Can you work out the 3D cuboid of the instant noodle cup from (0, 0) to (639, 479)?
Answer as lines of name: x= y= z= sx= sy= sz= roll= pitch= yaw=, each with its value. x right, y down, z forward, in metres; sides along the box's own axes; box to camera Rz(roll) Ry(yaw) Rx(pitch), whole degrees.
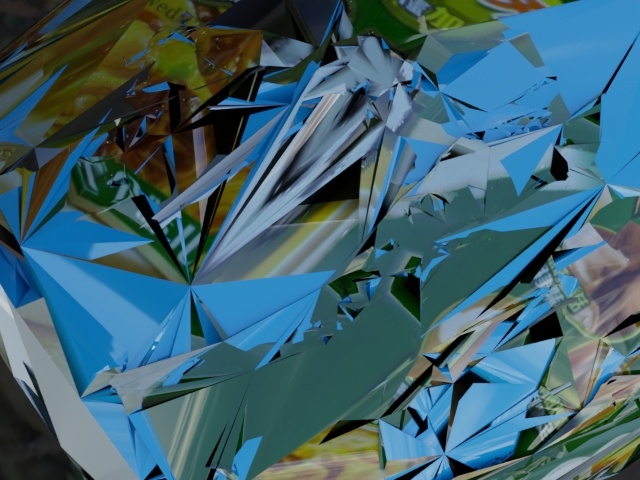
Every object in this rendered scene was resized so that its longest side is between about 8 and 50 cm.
instant noodle cup: x=0.000 y=0.000 z=0.510 sx=0.178 sy=0.240 sz=0.240 roll=-34 pitch=143 yaw=-13
